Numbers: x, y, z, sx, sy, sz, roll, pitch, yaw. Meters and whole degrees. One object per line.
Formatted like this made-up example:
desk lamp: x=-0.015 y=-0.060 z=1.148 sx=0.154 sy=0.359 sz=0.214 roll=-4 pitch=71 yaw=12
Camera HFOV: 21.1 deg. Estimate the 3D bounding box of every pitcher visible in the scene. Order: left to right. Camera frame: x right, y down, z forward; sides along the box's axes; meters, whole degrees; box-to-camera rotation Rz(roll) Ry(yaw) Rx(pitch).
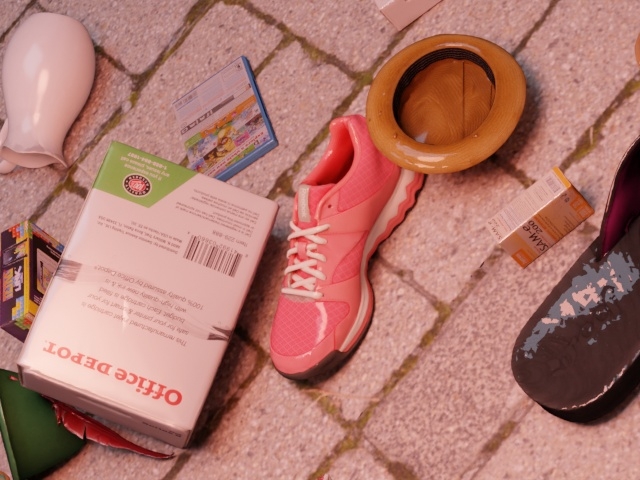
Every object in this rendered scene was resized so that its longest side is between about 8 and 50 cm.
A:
pitcher: x=-0.393 y=-0.197 z=2.358 sx=0.177 sy=0.125 sz=0.207 roll=-10 pitch=67 yaw=50

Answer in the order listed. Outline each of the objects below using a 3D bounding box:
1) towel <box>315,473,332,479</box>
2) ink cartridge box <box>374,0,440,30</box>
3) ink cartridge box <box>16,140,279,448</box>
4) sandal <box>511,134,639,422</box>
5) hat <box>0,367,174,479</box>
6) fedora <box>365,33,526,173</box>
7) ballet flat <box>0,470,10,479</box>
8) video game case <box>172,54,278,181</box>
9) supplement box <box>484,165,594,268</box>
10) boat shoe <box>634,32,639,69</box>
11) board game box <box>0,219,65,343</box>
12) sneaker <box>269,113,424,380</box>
towel: x=-0.106 y=0.400 z=1.737 sx=0.329 sy=0.037 sz=0.237 roll=-35 pitch=33 yaw=26
ink cartridge box: x=0.100 y=-0.330 z=2.112 sx=0.088 sy=0.052 sz=0.122 roll=-35 pitch=45 yaw=13
ink cartridge box: x=-0.197 y=0.064 z=1.957 sx=0.211 sy=0.121 sz=0.289 roll=22 pitch=71 yaw=-1
sandal: x=0.343 y=-0.022 z=1.688 sx=0.167 sy=0.107 sz=0.446 roll=27 pitch=78 yaw=43
hat: x=-0.293 y=0.208 z=2.052 sx=0.183 sy=0.173 sz=0.208 roll=-15 pitch=69 yaw=-12
fedora: x=0.144 y=-0.141 z=1.921 sx=0.194 sy=0.079 sz=0.194 roll=-7 pitch=56 yaw=10
ballet flat: x=-0.437 y=0.344 z=2.049 sx=0.232 sy=0.073 sz=0.080 roll=-49 pitch=38 yaw=39
video game case: x=-0.123 y=-0.149 z=2.186 sx=0.119 sy=0.015 sz=0.166 roll=-33 pitch=47 yaw=14
supplement box: x=0.231 y=-0.024 z=1.807 sx=0.098 sy=0.062 sz=0.036 roll=-40 pitch=47 yaw=10
boat shoe: x=0.456 y=-0.219 z=1.675 sx=0.342 sy=0.123 sz=0.123 roll=-32 pitch=63 yaw=-13
board game box: x=-0.317 y=0.076 z=2.073 sx=0.048 sy=0.170 sz=0.141 roll=-24 pitch=50 yaw=22
sneaker: x=0.000 y=0.000 z=1.912 sx=0.116 sy=0.136 sz=0.314 roll=6 pitch=66 yaw=40
